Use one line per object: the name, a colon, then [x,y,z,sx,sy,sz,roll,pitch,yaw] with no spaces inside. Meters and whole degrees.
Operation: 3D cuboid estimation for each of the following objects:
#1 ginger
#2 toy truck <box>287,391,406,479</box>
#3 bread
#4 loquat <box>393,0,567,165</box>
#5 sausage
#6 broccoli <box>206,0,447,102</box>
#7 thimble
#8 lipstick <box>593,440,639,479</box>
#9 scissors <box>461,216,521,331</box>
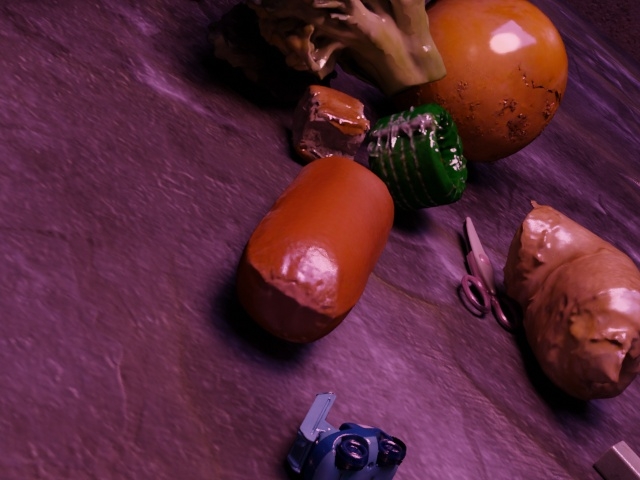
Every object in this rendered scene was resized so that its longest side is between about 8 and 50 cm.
ginger: [0.271,0.069,1.107,0.152,0.138,0.267,18,27,-27]
toy truck: [0.011,0.146,0.753,0.073,0.056,0.090,6,27,-38]
bread: [0.007,-0.120,1.167,0.070,0.076,0.083,16,32,-16]
loquat: [0.204,-0.216,1.400,0.235,0.235,0.235,29,27,-16]
sausage: [0.001,0.000,0.923,0.105,0.105,0.274,36,26,-2]
broccoli: [0.026,-0.302,1.226,0.324,0.272,0.334,-4,-3,-20]
thimble: [0.107,-0.091,1.176,0.130,0.090,0.118,40,42,-59]
lipstick: [0.312,0.246,0.982,0.129,0.030,0.030,49,28,24]
scissors: [0.178,0.031,1.184,0.085,0.022,0.176,29,29,-25]
